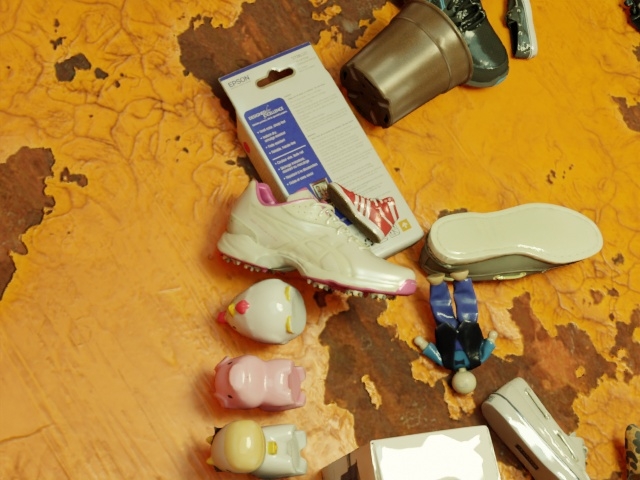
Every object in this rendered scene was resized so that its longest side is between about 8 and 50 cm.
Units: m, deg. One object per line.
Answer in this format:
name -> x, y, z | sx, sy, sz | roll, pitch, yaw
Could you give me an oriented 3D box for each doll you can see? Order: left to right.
doll -> 0.206, 0.143, 1.707 | 0.129, 0.046, 0.189 | -10, 94, 11

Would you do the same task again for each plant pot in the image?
plant pot -> 0.132, -0.277, 1.803 | 0.165, 0.167, 0.167 | -39, 85, -18

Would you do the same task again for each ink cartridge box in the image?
ink cartridge box -> -0.004, -0.121, 1.751 | 0.175, 0.069, 0.371 | -26, 82, -22
ink cartridge box -> 0.119, 0.331, 1.525 | 0.171, 0.237, 0.100 | -5, 72, -18

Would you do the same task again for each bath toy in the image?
bath toy -> -0.096, 0.222, 1.570 | 0.129, 0.151, 0.348 | -6, 68, 19

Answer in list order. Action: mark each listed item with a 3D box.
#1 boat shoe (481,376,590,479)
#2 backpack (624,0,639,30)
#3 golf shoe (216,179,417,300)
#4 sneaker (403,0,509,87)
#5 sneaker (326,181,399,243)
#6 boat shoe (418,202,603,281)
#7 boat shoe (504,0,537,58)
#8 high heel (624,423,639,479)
boat shoe -> 0.359, 0.326, 1.684 | 0.088, 0.096, 0.267 | -37, 76, -20
backpack -> 0.667, -0.410, 2.030 | 0.152, 0.115, 0.182 | -31, 84, -27
golf shoe -> 0.000, 0.000, 1.617 | 0.306, 0.115, 0.140 | 16, 89, 14
sneaker -> 0.207, -0.409, 1.878 | 0.125, 0.139, 0.341 | -36, 85, -27
sneaker -> 0.068, -0.058, 1.694 | 0.118, 0.042, 0.067 | 46, 69, -5
boat shoe -> 0.304, 0.009, 1.781 | 0.305, 0.091, 0.109 | -3, 60, -18
boat shoe -> 0.348, -0.388, 1.962 | 0.040, 0.049, 0.142 | -7, 76, -17
high heel -> 0.467, 0.423, 1.676 | 0.186, 0.093, 0.261 | -16, 81, -23
